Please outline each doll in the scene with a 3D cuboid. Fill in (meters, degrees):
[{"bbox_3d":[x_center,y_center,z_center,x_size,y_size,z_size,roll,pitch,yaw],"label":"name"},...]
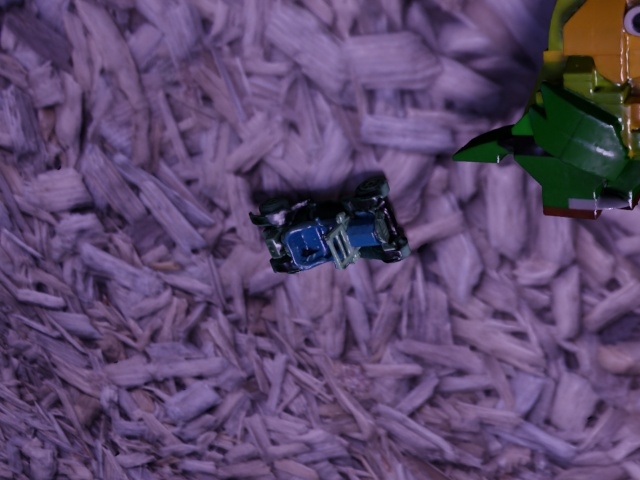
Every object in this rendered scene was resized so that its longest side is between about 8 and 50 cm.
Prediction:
[{"bbox_3d":[0.187,-0.104,0.541,0.134,0.106,0.186,34,132,18],"label":"doll"}]

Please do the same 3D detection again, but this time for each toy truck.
[{"bbox_3d":[0.001,0.000,0.732,0.154,0.078,0.080,-8,117,32],"label":"toy truck"}]
